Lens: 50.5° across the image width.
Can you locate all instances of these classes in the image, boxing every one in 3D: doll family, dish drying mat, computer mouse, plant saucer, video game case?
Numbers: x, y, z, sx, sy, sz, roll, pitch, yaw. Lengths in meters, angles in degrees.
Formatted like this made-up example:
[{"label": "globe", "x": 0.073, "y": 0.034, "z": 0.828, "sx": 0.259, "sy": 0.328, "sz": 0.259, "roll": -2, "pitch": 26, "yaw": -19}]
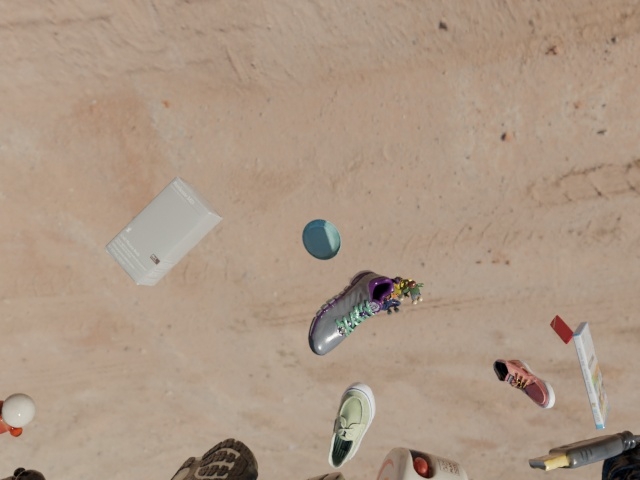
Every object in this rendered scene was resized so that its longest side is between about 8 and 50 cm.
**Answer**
[{"label": "doll family", "x": 0.211, "y": 0.157, "z": 2.025, "sx": 0.193, "sy": 0.076, "sz": 0.111, "roll": -27, "pitch": 137, "yaw": 0}, {"label": "dish drying mat", "x": 0.545, "y": 0.201, "z": 1.532, "sx": 0.008, "sy": 0.083, "sz": 0.032, "roll": 28, "pitch": 107, "yaw": -17}, {"label": "computer mouse", "x": 0.125, "y": 0.217, "z": 0.474, "sx": 0.262, "sy": 0.060, "sz": 0.184, "roll": -5, "pitch": 131, "yaw": -12}, {"label": "plant saucer", "x": 0.000, "y": 0.000, "z": 1.888, "sx": 0.119, "sy": 0.119, "sz": 0.021, "roll": 25, "pitch": 155, "yaw": -17}, {"label": "video game case", "x": 0.484, "y": 0.237, "z": 1.211, "sx": 0.015, "sy": 0.166, "sz": 0.119, "roll": -15, "pitch": 178, "yaw": 27}]

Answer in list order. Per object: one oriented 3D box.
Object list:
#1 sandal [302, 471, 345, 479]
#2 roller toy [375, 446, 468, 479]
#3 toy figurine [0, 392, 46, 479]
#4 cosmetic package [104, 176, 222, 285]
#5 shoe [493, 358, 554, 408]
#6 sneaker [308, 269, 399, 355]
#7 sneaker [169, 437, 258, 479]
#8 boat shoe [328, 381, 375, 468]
[{"label": "sandal", "x": -0.047, "y": 0.409, "z": 0.904, "sx": 0.120, "sy": 0.303, "sz": 0.086, "roll": -15, "pitch": 92, "yaw": 36}, {"label": "roller toy", "x": 0.178, "y": 0.473, "z": 1.196, "sx": 0.146, "sy": 0.191, "sz": 0.209, "roll": 16, "pitch": 149, "yaw": -3}, {"label": "toy figurine", "x": -0.581, "y": 0.366, "z": 1.132, "sx": 0.148, "sy": 0.213, "sz": 0.209, "roll": -22, "pitch": 161, "yaw": 28}, {"label": "cosmetic package", "x": -0.358, "y": -0.019, "z": 1.566, "sx": 0.127, "sy": 0.107, "sz": 0.238, "roll": 45, "pitch": 95, "yaw": 11}, {"label": "shoe", "x": 0.501, "y": 0.354, "z": 1.685, "sx": 0.081, "sy": 0.178, "sz": 0.063, "roll": 8, "pitch": 110, "yaw": -19}, {"label": "sneaker", "x": 0.066, "y": 0.144, "z": 1.382, "sx": 0.098, "sy": 0.223, "sz": 0.083, "roll": 2, "pitch": 135, "yaw": 53}, {"label": "sneaker", "x": -0.234, "y": 0.608, "z": 1.649, "sx": 0.182, "sy": 0.158, "sz": 0.410, "roll": 44, "pitch": 140, "yaw": -10}, {"label": "boat shoe", "x": 0.091, "y": 0.561, "z": 2.030, "sx": 0.109, "sy": 0.094, "sz": 0.302, "roll": 18, "pitch": 120, "yaw": 17}]
